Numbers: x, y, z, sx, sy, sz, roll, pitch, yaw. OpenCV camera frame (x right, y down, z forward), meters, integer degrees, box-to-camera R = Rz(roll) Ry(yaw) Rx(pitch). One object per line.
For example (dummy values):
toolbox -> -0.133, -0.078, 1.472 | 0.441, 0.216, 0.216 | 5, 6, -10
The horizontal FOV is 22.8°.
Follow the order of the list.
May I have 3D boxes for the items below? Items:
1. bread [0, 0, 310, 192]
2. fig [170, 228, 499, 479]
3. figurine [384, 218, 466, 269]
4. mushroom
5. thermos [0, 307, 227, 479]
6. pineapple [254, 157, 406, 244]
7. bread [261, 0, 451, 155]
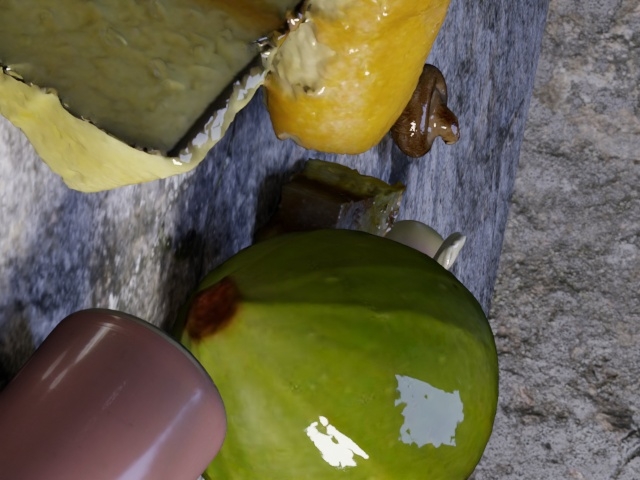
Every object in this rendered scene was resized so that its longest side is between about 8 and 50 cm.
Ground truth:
bread -> -0.086, -0.148, 0.990 | 0.266, 0.178, 0.142 | -54, 154, -28
fig -> -0.003, 0.120, 1.416 | 0.316, 0.316, 0.316 | 12, 90, -76
figurine -> 0.107, 0.077, 1.942 | 0.274, 0.226, 0.394 | -56, -172, 29
mushroom -> 0.130, -0.169, 2.078 | 0.109, 0.085, 0.126 | 52, 42, -24
thermos -> -0.191, 0.188, 1.046 | 0.265, 0.146, 0.176 | -53, 178, -42
pineapple -> 0.000, 0.000, 1.656 | 0.186, 0.114, 0.236 | 83, 26, -52
bread -> 0.048, -0.267, 1.383 | 0.375, 0.165, 0.237 | 113, -7, -51
